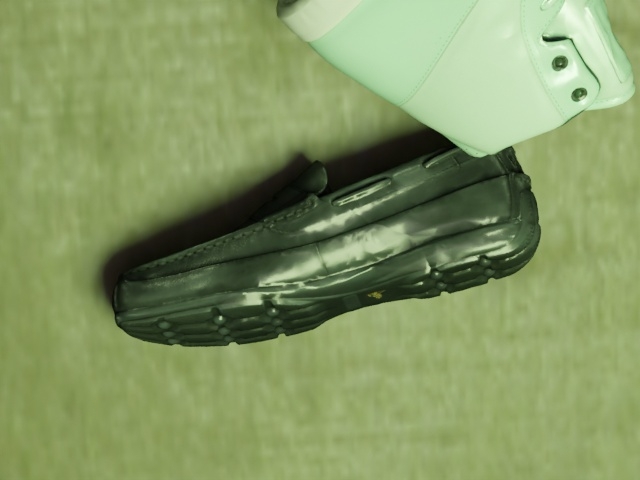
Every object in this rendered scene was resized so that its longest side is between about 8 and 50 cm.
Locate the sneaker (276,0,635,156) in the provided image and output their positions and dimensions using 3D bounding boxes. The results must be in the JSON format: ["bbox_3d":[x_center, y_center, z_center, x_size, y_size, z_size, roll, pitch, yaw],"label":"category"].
[{"bbox_3d":[0.118,-0.146,0.916,0.151,0.094,0.256,38,120,-21],"label":"sneaker"}]

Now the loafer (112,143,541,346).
[{"bbox_3d":[0.000,0.000,1.024,0.223,0.076,0.078,-14,71,1],"label":"loafer"}]
